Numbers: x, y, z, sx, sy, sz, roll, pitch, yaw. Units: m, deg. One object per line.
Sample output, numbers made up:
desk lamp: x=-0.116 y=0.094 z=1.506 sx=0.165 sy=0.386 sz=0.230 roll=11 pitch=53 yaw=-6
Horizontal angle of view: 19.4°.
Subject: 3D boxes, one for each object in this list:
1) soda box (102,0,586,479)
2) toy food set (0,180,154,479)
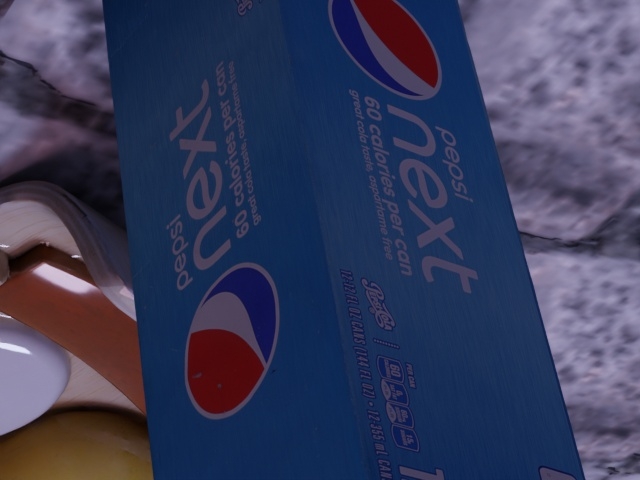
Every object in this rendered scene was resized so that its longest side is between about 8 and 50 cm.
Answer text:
soda box: x=0.000 y=0.000 z=0.449 sx=0.067 sy=0.210 sz=0.071 roll=19 pitch=135 yaw=-34
toy food set: x=-0.123 y=0.111 z=0.676 sx=0.306 sy=0.092 sz=0.220 roll=-28 pitch=141 yaw=23
